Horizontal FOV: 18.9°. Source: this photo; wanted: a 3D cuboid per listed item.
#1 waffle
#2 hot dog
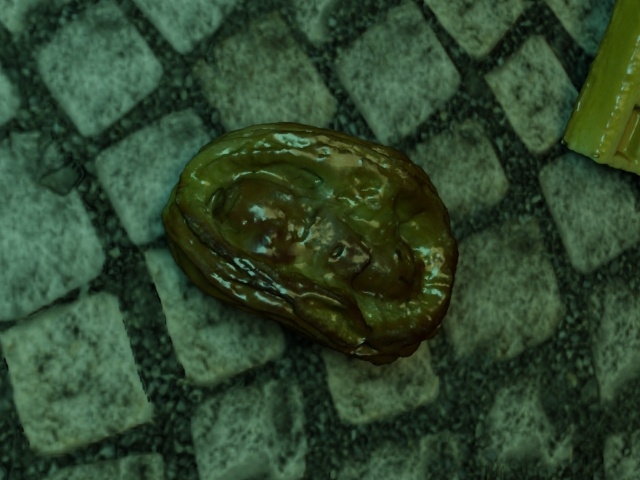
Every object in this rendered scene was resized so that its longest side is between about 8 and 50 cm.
[{"bbox_3d":[0.367,-0.151,1.794,0.247,0.055,0.221,17,100,-29],"label":"waffle"},{"bbox_3d":[0.003,0.000,1.569,0.259,0.114,0.175,20,76,-30],"label":"hot dog"}]
